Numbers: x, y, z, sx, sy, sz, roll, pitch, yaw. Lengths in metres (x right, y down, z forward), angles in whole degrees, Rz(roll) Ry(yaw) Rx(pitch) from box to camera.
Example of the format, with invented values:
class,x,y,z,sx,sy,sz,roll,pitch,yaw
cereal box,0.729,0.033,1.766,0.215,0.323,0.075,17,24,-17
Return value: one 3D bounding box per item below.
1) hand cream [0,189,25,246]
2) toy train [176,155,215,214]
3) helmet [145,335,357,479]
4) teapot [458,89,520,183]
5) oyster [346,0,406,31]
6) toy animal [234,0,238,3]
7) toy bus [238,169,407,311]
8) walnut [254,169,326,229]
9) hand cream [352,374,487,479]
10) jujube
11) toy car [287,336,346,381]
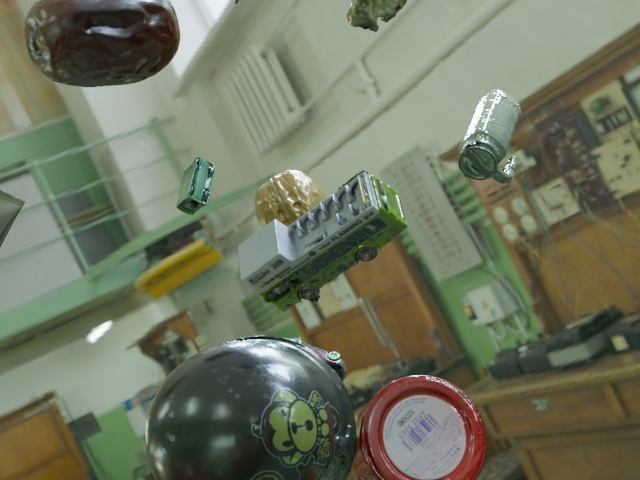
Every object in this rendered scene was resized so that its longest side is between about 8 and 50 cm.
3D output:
class,x,y,z,sx,sy,sz,roll,pitch,yaw
hand cream,-0.467,0.015,1.166,0.186,0.087,0.054,-66,-11,3
toy train,-0.201,-0.087,1.400,0.038,0.093,0.056,27,-40,-28
helmet,-0.106,0.222,1.003,0.279,0.230,0.160,1,-8,20
teapot,0.308,-0.175,1.548,0.077,0.107,0.200,-43,11,41
oyster,0.079,-0.461,1.160,0.107,0.354,0.201,14,-2,32
toy animal,-0.019,-0.361,1.092,0.220,0.062,0.108,-28,-1,36
toy bus,0.000,0.000,1.551,0.302,0.113,0.139,-35,-47,24
walnut,-0.061,-0.061,1.999,0.165,0.197,0.165,-19,-20,-7
hand cream,0.143,0.301,1.287,0.193,0.193,0.125,-25,-18,-18
jujube,-0.346,-0.330,1.421,0.243,0.183,0.183,-24,-5,-34
toy car,-0.019,0.238,1.678,0.055,0.142,0.069,-51,-29,-48
